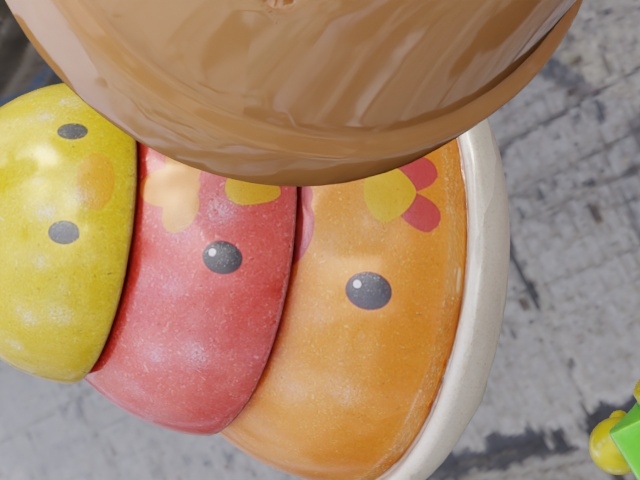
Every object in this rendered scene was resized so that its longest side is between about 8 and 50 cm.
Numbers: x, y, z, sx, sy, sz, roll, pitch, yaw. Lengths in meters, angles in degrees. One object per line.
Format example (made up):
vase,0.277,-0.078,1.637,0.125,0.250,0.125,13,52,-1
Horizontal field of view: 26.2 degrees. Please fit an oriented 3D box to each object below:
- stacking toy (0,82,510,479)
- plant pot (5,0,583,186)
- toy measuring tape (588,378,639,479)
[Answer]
stacking toy,-0.142,0.005,0.958,0.350,0.480,0.350,-174,90,-66
plant pot,0.016,-0.177,0.553,0.291,0.291,0.203,69,159,-3
toy measuring tape,0.327,0.074,0.927,0.330,0.121,0.121,-32,80,26
